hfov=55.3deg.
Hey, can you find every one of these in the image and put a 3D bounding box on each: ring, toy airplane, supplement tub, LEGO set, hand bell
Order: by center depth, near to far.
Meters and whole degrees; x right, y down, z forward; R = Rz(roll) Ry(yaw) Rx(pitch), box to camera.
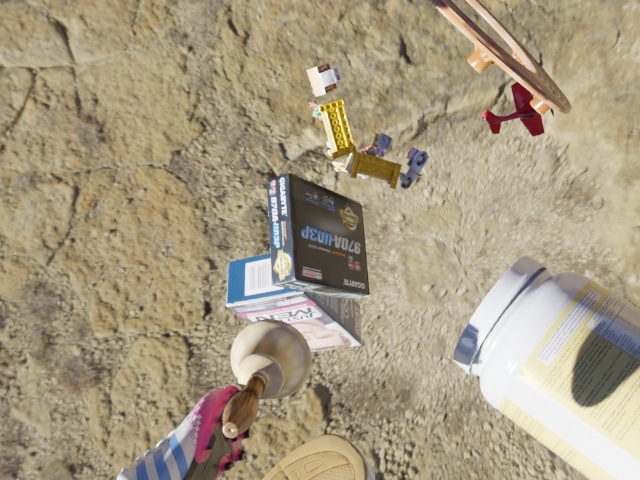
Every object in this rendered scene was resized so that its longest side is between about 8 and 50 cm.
[{"bbox_3d":[0.166,-0.264,0.715,0.336,0.336,0.032,50,118,10],"label":"ring"},{"bbox_3d":[-0.090,0.196,0.812,0.126,0.242,0.126,1,98,7],"label":"hand bell"},{"bbox_3d":[0.387,0.195,0.885,0.331,0.241,0.241,37,96,25],"label":"supplement tub"},{"bbox_3d":[0.053,-0.183,1.097,0.287,0.107,0.132,37,84,-24],"label":"LEGO set"},{"bbox_3d":[0.397,-0.257,1.244,0.151,0.151,0.028,13,59,13],"label":"toy airplane"}]

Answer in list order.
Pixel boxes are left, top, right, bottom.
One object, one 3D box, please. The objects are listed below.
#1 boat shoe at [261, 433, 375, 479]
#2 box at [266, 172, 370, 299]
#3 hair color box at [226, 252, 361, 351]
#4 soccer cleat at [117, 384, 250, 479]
[{"bbox_3d":[-0.026,0.294,0.541,0.098,0.096,0.277,38,100,45],"label":"boat shoe"},{"bbox_3d":[0.000,0.000,1.022,0.051,0.220,0.175,-14,71,33],"label":"box"},{"bbox_3d":[-0.045,0.144,1.330,0.174,0.347,0.105,-12,61,19],"label":"hair color box"},{"bbox_3d":[-0.197,0.299,0.808,0.143,0.331,0.116,-6,109,13],"label":"soccer cleat"}]
